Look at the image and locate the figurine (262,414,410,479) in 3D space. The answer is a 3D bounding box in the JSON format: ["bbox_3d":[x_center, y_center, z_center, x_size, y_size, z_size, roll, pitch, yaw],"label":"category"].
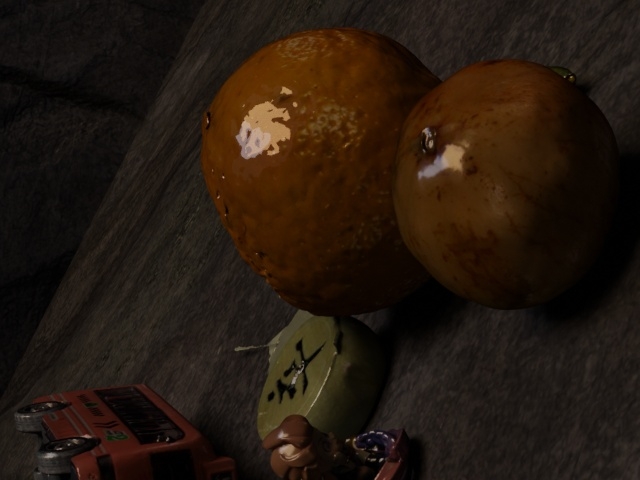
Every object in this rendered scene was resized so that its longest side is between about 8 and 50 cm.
[{"bbox_3d":[0.014,0.243,1.545,0.126,0.157,0.114,-104,26,-58],"label":"figurine"}]

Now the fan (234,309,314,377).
[{"bbox_3d":[-0.052,0.145,2.038,0.310,0.010,0.182,-10,52,63],"label":"fan"}]

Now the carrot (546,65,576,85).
[{"bbox_3d":[0.196,-0.161,1.777,0.358,0.074,0.074,-15,48,62],"label":"carrot"}]

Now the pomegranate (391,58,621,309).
[{"bbox_3d":[0.181,-0.053,1.435,0.248,0.248,0.248,-50,21,27],"label":"pomegranate"}]

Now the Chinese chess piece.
[{"bbox_3d":[-0.002,0.176,1.760,0.188,0.083,0.188,-47,25,30],"label":"Chinese chess piece"}]

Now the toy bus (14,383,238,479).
[{"bbox_3d":[-0.265,0.323,1.969,0.427,0.233,0.203,-164,65,-71],"label":"toy bus"}]

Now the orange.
[{"bbox_3d":[0.031,-0.087,1.694,0.293,0.341,0.341,-30,28,16],"label":"orange"}]
